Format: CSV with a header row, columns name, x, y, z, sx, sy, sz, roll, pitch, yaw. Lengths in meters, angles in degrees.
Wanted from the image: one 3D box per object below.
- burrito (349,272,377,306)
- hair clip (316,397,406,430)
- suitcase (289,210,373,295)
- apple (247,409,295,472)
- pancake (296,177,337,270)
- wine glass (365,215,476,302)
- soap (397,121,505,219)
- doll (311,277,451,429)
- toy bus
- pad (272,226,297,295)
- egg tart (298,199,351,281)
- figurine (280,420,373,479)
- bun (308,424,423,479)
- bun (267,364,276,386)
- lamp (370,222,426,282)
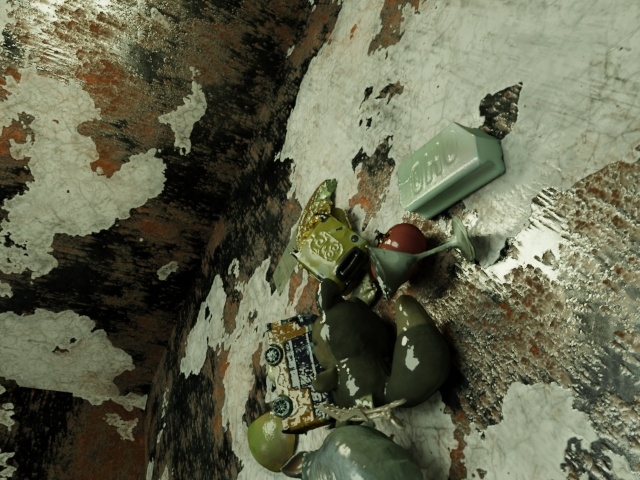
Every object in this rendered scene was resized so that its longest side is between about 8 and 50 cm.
name,x,y,z,sx,sy,sz,roll,pitch,yaw
burrito,0.095,0.223,1.624,0.275,0.059,0.082,-59,23,27
hair clip,0.094,0.401,1.207,0.225,0.034,0.072,-11,87,26
suitcase,0.049,0.047,1.643,0.235,0.143,0.194,37,87,34
apple,-0.176,0.701,1.822,0.265,0.120,0.193,-53,44,41
pancake,-0.011,-0.062,2.007,0.197,0.054,0.377,33,106,56
wine glass,0.237,0.038,1.245,0.156,0.232,0.156,-21,-90,-89
soap,0.326,-0.188,1.361,0.289,0.095,0.173,-37,44,50
doll,0.147,0.268,1.366,0.378,0.252,0.383,-22,62,20
toy bus,-0.045,0.390,1.559,0.194,0.162,0.324,-19,64,13
pad,-0.139,0.088,2.216,0.265,0.009,0.159,-62,28,22
egg tart,0.000,0.000,1.834,0.297,0.132,0.297,-31,52,50
figurine,0.029,0.580,1.427,0.265,0.193,0.140,-64,24,-9
bun,0.115,0.583,1.165,0.362,0.211,0.362,28,124,53
bun,-0.095,0.406,1.779,0.259,0.159,0.259,-46,35,47
lamp,0.201,0.034,1.406,0.182,0.140,0.182,-62,0,-1
